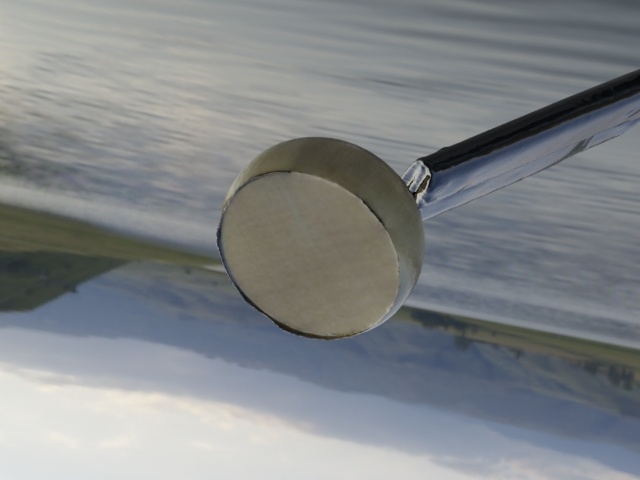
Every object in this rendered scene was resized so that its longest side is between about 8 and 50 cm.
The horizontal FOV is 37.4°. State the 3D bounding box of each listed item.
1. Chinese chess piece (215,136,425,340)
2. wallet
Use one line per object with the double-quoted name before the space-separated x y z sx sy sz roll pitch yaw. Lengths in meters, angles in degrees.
"Chinese chess piece" 0.000 0.000 1.124 0.250 0.249 0.103 10 -145 20
"wallet" 0.287 -0.128 1.329 0.406 0.062 0.228 -24 171 -17
